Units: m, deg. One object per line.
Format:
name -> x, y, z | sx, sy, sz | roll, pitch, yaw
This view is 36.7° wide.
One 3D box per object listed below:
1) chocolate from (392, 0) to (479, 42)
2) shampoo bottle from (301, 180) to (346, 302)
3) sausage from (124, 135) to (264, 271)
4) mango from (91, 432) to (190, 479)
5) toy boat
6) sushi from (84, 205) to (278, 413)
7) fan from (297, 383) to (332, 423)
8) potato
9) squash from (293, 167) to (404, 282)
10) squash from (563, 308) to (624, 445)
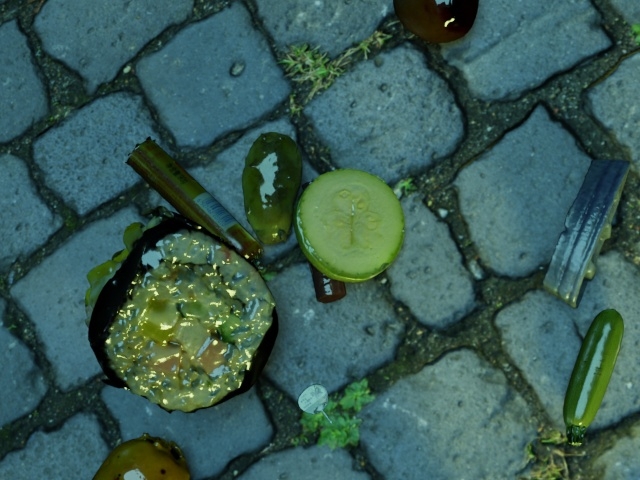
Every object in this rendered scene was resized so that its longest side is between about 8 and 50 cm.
chocolate -> 0.223, -0.470, 1.893 | 0.176, 0.177, 0.177 | -3, 77, 11
shampoo bottle -> 0.001, -0.001, 1.864 | 0.068, 0.067, 0.236 | -11, 74, -5
sausage -> -0.240, -0.066, 1.926 | 0.371, 0.082, 0.082 | 43, 88, 16
mango -> -0.349, 0.499, 1.779 | 0.201, 0.152, 0.287 | 17, 83, 6
toy boat -> 0.483, -0.020, 1.736 | 0.078, 0.127, 0.283 | 20, 84, 22
sushi -> -0.267, 0.128, 1.800 | 0.328, 0.285, 0.328 | 25, 89, -22
fan -> -0.003, 0.304, 1.826 | 0.080, 0.003, 0.060 | 22, 83, 16
potato -> -0.096, -0.104, 1.897 | 0.117, 0.090, 0.225 | 3, 84, 6
squash -> 0.058, -0.031, 1.827 | 0.219, 0.041, 0.219 | 4, 74, -14
squash -> 0.477, 0.239, 1.707 | 0.066, 0.066, 0.252 | 20, 81, 16
